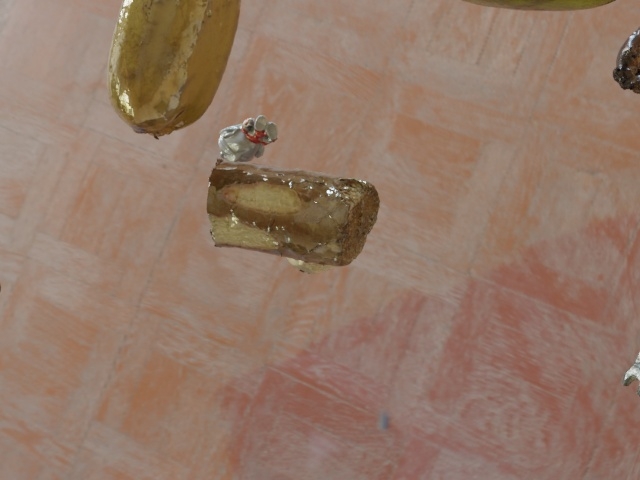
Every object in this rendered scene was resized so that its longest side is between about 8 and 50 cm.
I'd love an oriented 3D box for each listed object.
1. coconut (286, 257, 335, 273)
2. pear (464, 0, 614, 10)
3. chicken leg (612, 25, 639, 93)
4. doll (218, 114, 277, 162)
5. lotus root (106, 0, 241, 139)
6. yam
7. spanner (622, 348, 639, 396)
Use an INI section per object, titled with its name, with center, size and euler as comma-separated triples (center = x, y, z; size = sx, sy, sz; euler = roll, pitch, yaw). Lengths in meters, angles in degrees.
[coconut]
center = 0.000, 0.000, 1.617
size = 0.110, 0.124, 0.110
euler = 19, 115, 47
[pear]
center = 0.230, -0.389, 1.076
size = 0.375, 0.287, 0.287
euler = -22, 72, -5
[chicken leg]
center = 0.526, -0.294, 1.379
size = 0.253, 0.051, 0.106
euler = -26, 84, -12
[doll]
center = -0.136, -0.188, 1.771
size = 0.180, 0.094, 0.079
euler = -24, 43, 54
[lotus root]
center = -0.195, -0.310, 1.306
size = 0.151, 0.169, 0.343
euler = 20, 98, 25
[yam]
center = -0.045, -0.037, 1.342
size = 0.238, 0.129, 0.128
euler = 10, 82, 20
[spanner]
center = 0.482, 0.102, 1.354
size = 0.054, 0.015, 0.255
euler = 2, 67, 55
